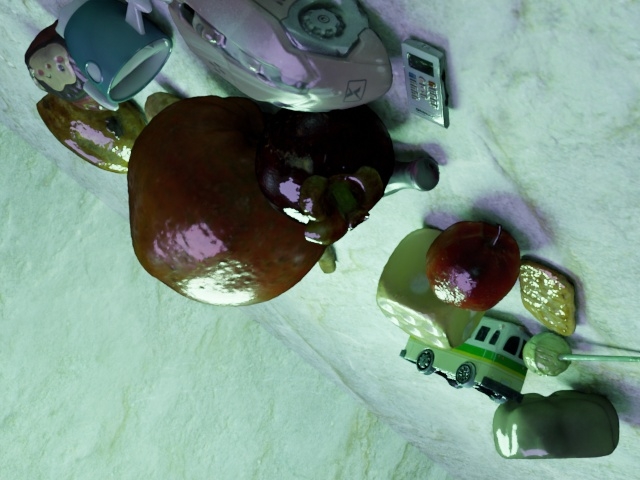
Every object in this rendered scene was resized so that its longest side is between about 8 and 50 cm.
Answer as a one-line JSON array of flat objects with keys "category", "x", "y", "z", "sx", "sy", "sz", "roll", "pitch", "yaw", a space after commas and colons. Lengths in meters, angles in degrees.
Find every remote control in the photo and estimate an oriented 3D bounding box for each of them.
[{"category": "remote control", "x": 0.149, "y": -0.219, "z": 1.408, "sx": 0.065, "sy": 0.029, "sz": 0.166, "roll": 29, "pitch": 159, "yaw": 24}]

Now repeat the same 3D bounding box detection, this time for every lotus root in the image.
[{"category": "lotus root", "x": -0.513, "y": -0.274, "z": 2.379, "sx": 0.291, "sy": 0.193, "sz": 0.193, "roll": 40, "pitch": 164, "yaw": -9}]

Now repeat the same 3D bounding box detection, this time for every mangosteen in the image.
[{"category": "mangosteen", "x": 0.015, "y": -0.110, "z": 1.590, "sx": 0.228, "sy": 0.228, "sz": 0.265, "roll": 50, "pitch": -168, "yaw": -43}]

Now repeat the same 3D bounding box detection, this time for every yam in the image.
[{"category": "yam", "x": 0.000, "y": 0.000, "z": 2.323, "sx": 0.045, "sy": 0.045, "sz": 0.327, "roll": 8, "pitch": 158, "yaw": 10}]

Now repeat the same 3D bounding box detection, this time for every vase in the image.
[{"category": "vase", "x": 0.113, "y": -0.108, "z": 1.717, "sx": 0.086, "sy": 0.086, "sz": 0.214, "roll": 43, "pitch": 158, "yaw": -27}]

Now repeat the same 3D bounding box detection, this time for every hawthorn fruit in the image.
[{"category": "hawthorn fruit", "x": 0.265, "y": 0.030, "z": 1.701, "sx": 0.157, "sy": 0.157, "sz": 0.194, "roll": 34, "pitch": 146, "yaw": 5}, {"category": "hawthorn fruit", "x": -0.186, "y": -0.057, "z": 1.860, "sx": 0.403, "sy": 0.403, "sz": 0.403, "roll": 32, "pitch": 164, "yaw": 10}]

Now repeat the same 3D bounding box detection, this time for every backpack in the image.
[{"category": "backpack", "x": -0.501, "y": -0.368, "z": 2.127, "sx": 0.229, "sy": 0.139, "sz": 0.229, "roll": 19, "pitch": 146, "yaw": 13}]

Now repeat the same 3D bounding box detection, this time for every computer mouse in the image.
[{"category": "computer mouse", "x": -0.085, "y": -0.280, "z": 1.399, "sx": 0.389, "sy": 0.115, "sz": 0.199, "roll": 22, "pitch": 139, "yaw": 6}]

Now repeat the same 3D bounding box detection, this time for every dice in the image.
[{"category": "dice", "x": 0.219, "y": 0.093, "z": 1.907, "sx": 0.169, "sy": 0.169, "sz": 0.166, "roll": 26, "pitch": 162, "yaw": 29}]

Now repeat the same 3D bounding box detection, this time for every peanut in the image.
[{"category": "peanut", "x": -0.288, "y": -0.229, "z": 2.149, "sx": 0.226, "sy": 0.095, "sz": 0.108, "roll": 44, "pitch": 158, "yaw": -27}]

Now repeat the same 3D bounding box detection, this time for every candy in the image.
[{"category": "candy", "x": 0.512, "y": 0.219, "z": 1.878, "sx": 0.335, "sy": 0.092, "sz": 0.093, "roll": -5, "pitch": 126, "yaw": 55}]

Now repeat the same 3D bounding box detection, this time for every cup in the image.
[{"category": "cup", "x": -0.388, "y": -0.368, "z": 1.852, "sx": 0.173, "sy": 0.167, "sz": 0.300, "roll": 43, "pitch": 139, "yaw": 8}]

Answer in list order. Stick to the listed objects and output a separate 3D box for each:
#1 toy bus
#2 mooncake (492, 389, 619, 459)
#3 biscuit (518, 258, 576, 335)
[{"category": "toy bus", "x": 0.314, "y": 0.235, "z": 2.142, "sx": 0.133, "sy": 0.165, "sz": 0.276, "roll": 28, "pitch": 171, "yaw": -35}, {"category": "mooncake", "x": 0.492, "y": 0.389, "z": 2.115, "sx": 0.275, "sy": 0.135, "sz": 0.275, "roll": -4, "pitch": 175, "yaw": 0}, {"category": "biscuit", "x": 0.407, "y": 0.104, "z": 1.815, "sx": 0.118, "sy": 0.029, "sz": 0.247, "roll": 28, "pitch": 163, "yaw": 27}]
